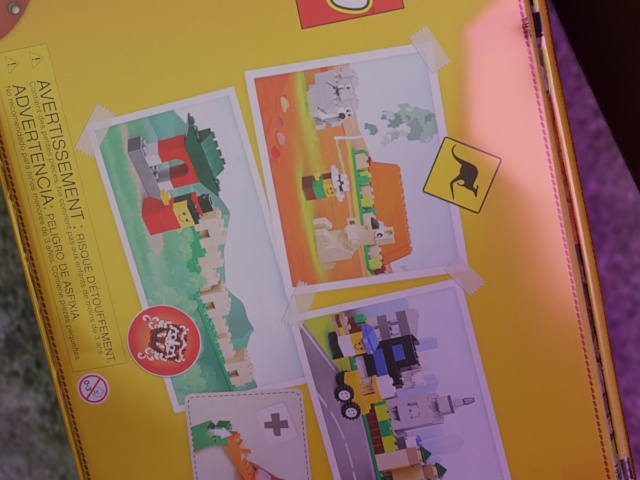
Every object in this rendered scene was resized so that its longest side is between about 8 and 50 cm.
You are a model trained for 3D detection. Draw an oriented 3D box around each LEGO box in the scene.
[{"bbox_3d":[0.000,0.000,1.174,0.372,0.193,0.500,-10,103,9],"label":"LEGO box"}]

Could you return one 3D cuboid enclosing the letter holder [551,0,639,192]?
[{"bbox_3d":[0.294,-0.088,1.128,0.152,0.214,0.302,-26,92,-6],"label":"letter holder"}]
